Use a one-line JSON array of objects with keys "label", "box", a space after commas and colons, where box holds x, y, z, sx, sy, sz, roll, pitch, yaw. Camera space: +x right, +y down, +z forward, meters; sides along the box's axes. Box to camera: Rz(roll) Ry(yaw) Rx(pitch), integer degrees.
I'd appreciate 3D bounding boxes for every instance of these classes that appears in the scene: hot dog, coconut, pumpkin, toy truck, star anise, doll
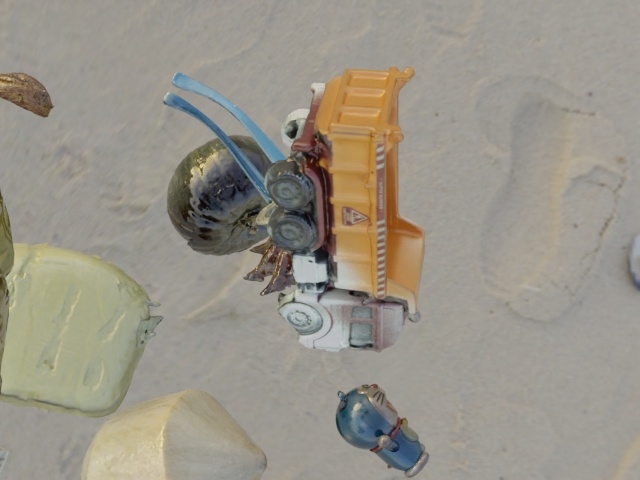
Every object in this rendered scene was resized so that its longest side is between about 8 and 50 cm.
[{"label": "hot dog", "box": [-0.376, -0.187, 1.312, 0.083, 0.058, 0.035, 27, 106, -16]}, {"label": "coconut", "box": [-0.240, 0.401, 1.792, 0.328, 0.329, 0.329, 2, 85, -19]}, {"label": "pumpkin", "box": [-0.161, -0.073, 1.858, 0.237, 0.238, 0.159, -21, 50, -19]}, {"label": "toy truck", "box": [0.028, -0.019, 0.929, 0.135, 0.270, 0.114, 5, 43, 9]}, {"label": "star anise", "box": [0.000, 0.000, 1.552, 0.102, 0.272, 0.272, 46, 73, -18]}, {"label": "doll", "box": [0.079, 0.254, 1.406, 0.152, 0.114, 0.085, 42, 91, -6]}]

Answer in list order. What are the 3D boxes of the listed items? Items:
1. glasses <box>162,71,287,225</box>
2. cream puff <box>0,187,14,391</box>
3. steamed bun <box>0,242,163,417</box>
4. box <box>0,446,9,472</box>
[{"label": "glasses", "box": [-0.103, -0.094, 1.224, 0.220, 0.189, 0.088, 33, 83, -11]}, {"label": "cream puff", "box": [-0.290, 0.071, 0.453, 0.257, 0.324, 0.291, 5, 47, -5]}, {"label": "steamed bun", "box": [-0.379, 0.126, 1.461, 0.272, 0.166, 0.232, 16, 80, -26]}, {"label": "box", "box": [-0.432, 0.304, 1.323, 0.024, 0.054, 0.083, 18, 83, 10]}]
